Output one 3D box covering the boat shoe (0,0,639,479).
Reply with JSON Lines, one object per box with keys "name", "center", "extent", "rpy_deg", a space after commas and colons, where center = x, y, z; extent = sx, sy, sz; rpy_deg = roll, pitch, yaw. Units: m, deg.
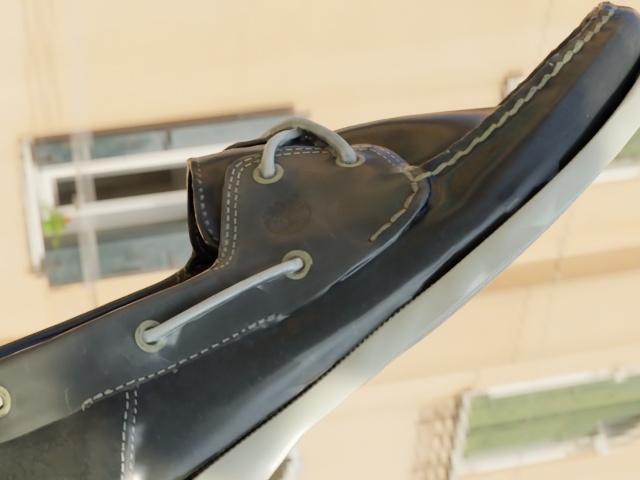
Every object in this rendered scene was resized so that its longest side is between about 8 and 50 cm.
{"name": "boat shoe", "center": [0.000, 0.000, 0.453], "extent": [0.079, 0.233, 0.084], "rpy_deg": [53, -13, 0]}
